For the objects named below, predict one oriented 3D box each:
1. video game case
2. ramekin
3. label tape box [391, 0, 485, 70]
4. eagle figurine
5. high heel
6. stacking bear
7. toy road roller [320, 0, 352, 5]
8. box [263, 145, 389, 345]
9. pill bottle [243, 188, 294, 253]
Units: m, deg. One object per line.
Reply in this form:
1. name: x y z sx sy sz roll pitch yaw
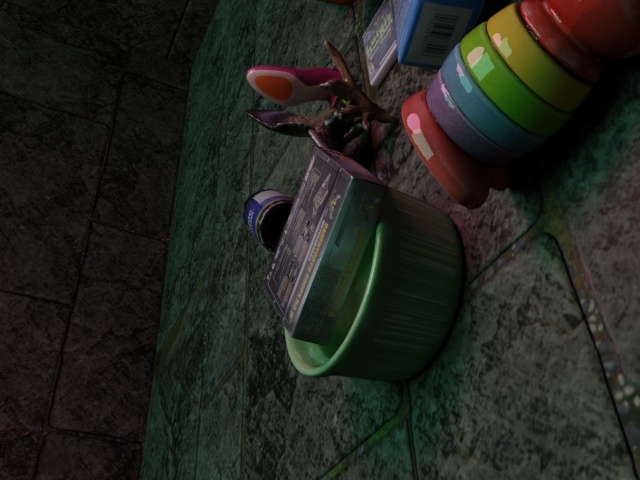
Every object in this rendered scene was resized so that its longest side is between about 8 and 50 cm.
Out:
1. video game case: 0.142 -0.423 1.388 0.190 0.022 0.173 -55 28 41
2. ramekin: 0.074 0.062 1.039 0.303 0.148 0.303 -49 32 48
3. label tape box: 0.186 -0.472 1.122 0.240 0.106 0.333 107 166 -52
4. eagle figurine: 0.004 -0.204 1.356 0.298 0.225 0.226 -25 73 49
5. high heel: -0.042 -0.341 1.481 0.082 0.244 0.117 116 151 -43
6. stacking bear: 0.243 -0.194 0.791 0.289 0.164 0.175 -43 -9 34
7. toy road roller: 0.029 -0.704 1.643 0.329 0.203 0.240 126 139 -52
8. box: 0.000 0.000 0.979 0.231 0.056 0.183 -69 22 13
9. pill bottle: -0.106 -0.050 1.603 0.122 0.123 0.219 -72 21 7
